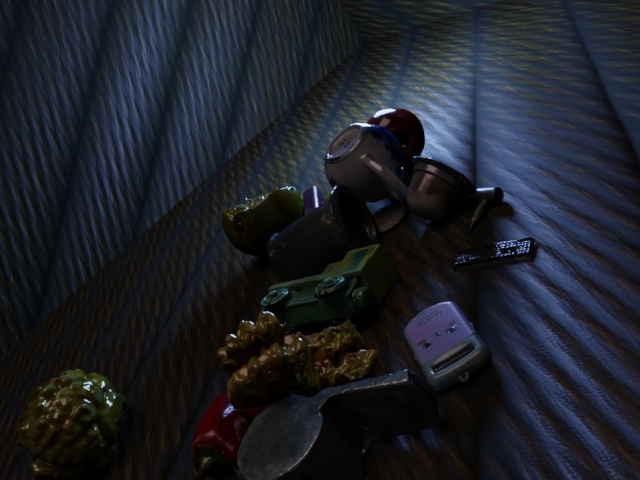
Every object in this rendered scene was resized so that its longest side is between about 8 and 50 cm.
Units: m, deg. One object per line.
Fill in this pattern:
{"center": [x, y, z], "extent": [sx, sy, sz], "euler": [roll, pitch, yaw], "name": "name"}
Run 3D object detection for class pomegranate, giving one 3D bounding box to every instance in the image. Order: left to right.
{"center": [-0.167, -0.062, 2.100], "extent": [0.310, 0.216, 0.358], "euler": [-21, -2, 37], "name": "pomegranate"}

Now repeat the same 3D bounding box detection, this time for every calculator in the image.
{"center": [0.262, 0.218, 1.238], "extent": [0.141, 0.045, 0.246], "euler": [-32, 26, 7], "name": "calculator"}

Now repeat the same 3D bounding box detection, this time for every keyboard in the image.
{"center": [0.411, 0.032, 1.414], "extent": [0.196, 0.015, 0.074], "euler": [-13, 33, 40], "name": "keyboard"}

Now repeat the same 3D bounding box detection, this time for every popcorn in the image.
{"center": [-0.696, 0.502, 1.651], "extent": [0.279, 0.274, 0.335], "euler": [112, 161, -54], "name": "popcorn"}

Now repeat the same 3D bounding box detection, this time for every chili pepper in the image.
{"center": [-0.204, 0.423, 1.232], "extent": [0.131, 0.134, 0.338], "euler": [-18, 6, 11], "name": "chili pepper"}

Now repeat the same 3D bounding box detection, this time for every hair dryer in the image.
{"center": [0.427, -0.079, 1.575], "extent": [0.071, 0.047, 0.150], "euler": [0, 53, 55], "name": "hair dryer"}

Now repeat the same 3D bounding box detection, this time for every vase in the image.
{"center": [0.000, 0.000, 1.757], "extent": [0.291, 0.245, 0.245], "euler": [-28, 25, 30], "name": "vase"}

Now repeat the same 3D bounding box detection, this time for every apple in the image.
{"center": [0.252, -0.351, 2.054], "extent": [0.218, 0.218, 0.201], "euler": [-36, 27, -2], "name": "apple"}

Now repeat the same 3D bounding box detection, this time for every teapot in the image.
{"center": [0.158, -0.223, 1.870], "extent": [0.252, 0.280, 0.424], "euler": [-47, 30, 1], "name": "teapot"}

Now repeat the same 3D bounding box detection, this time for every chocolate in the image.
{"center": [0.323, -0.128, 1.659], "extent": [0.221, 0.221, 0.147], "euler": [13, 78, 58], "name": "chocolate"}

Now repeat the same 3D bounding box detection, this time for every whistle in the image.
{"center": [0.023, 0.371, 1.120], "extent": [0.405, 0.168, 0.188], "euler": [-37, 26, -4], "name": "whistle"}

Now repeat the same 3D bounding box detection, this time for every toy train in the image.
{"center": [0.001, 0.144, 1.588], "extent": [0.369, 0.150, 0.237], "euler": [-14, 24, 38], "name": "toy train"}

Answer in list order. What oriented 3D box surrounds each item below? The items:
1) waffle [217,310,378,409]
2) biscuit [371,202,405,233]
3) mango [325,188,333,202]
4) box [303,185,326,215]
{"center": [-0.058, 0.262, 1.248], "extent": [0.261, 0.324, 0.151], "euler": [-38, 52, 32], "name": "waffle"}
{"center": [0.200, -0.067, 1.845], "extent": [0.152, 0.020, 0.152], "euler": [-27, 27, 15], "name": "biscuit"}
{"center": [0.086, -0.114, 1.966], "extent": [0.125, 0.111, 0.233], "euler": [-39, 24, 4], "name": "mango"}
{"center": [-0.006, -0.094, 2.037], "extent": [0.069, 0.120, 0.224], "euler": [-32, 27, 13], "name": "box"}
